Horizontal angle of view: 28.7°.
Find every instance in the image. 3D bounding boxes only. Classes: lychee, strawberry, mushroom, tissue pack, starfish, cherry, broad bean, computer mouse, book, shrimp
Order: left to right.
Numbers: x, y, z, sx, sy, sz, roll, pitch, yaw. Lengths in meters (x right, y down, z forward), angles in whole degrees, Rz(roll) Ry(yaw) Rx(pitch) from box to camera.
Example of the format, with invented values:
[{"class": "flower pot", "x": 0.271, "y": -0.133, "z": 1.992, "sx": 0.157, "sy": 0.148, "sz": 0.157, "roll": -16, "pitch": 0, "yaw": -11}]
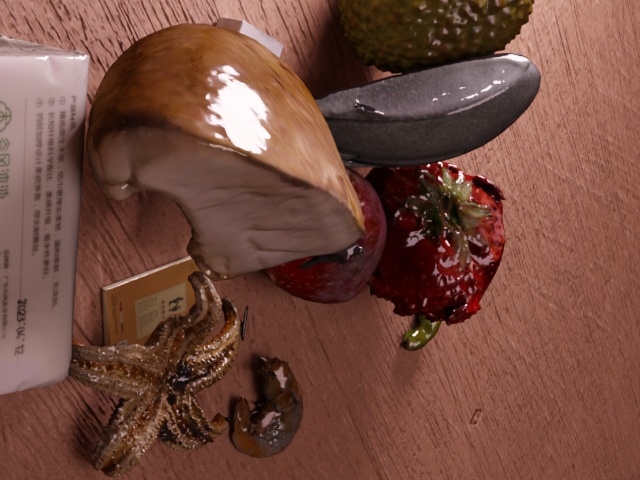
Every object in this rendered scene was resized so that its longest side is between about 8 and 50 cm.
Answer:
[{"class": "tissue pack", "x": -0.382, "y": -0.022, "z": 1.233, "sx": 0.266, "sy": 0.194, "sz": 0.356, "roll": -10, "pitch": 111, "yaw": -50}, {"class": "book", "x": -0.217, "y": 0.094, "z": 1.639, "sx": 0.172, "sy": 0.012, "sz": 0.118, "roll": -21, "pitch": 118, "yaw": -47}, {"class": "starfish", "x": -0.191, "y": 0.162, "z": 1.601, "sx": 0.303, "sy": 0.113, "sz": 0.312, "roll": -27, "pitch": 137, "yaw": -40}, {"class": "mushroom", "x": -0.121, "y": -0.138, "z": 1.370, "sx": 0.397, "sy": 0.224, "sz": 0.313, "roll": 39, "pitch": 35, "yaw": -70}, {"class": "shrimp", "x": -0.076, "y": 0.250, "z": 1.843, "sx": 0.132, "sy": 0.052, "sz": 0.187, "roll": -44, "pitch": 136, "yaw": -36}, {"class": "cherry", "x": 0.000, "y": 0.000, "z": 1.757, "sx": 0.192, "sy": 0.175, "sz": 0.249, "roll": -45, "pitch": 136, "yaw": -21}, {"class": "computer mouse", "x": 0.133, "y": -0.165, "z": 1.749, "sx": 0.203, "sy": 0.374, "sz": 0.114, "roll": 73, "pitch": 3, "yaw": -81}, {"class": "strawberry", "x": 0.153, "y": 0.008, "z": 1.930, "sx": 0.274, "sy": 0.220, "sz": 0.274, "roll": 10, "pitch": 68, "yaw": -25}, {"class": "broad bean", "x": 0.194, "y": 0.092, "z": 2.145, "sx": 0.070, "sy": 0.048, "sz": 0.213, "roll": 28, "pitch": 82, "yaw": -54}, {"class": "lychee", "x": 0.175, "y": -0.365, "z": 1.773, "sx": 0.320, "sy": 0.270, "sz": 0.270, "roll": -52, "pitch": 143, "yaw": 6}]

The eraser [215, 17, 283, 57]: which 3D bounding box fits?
[{"class": "eraser", "x": -0.124, "y": -0.169, "z": 1.638, "sx": 0.095, "sy": 0.052, "sz": 0.225, "roll": 24, "pitch": 83, "yaw": -52}]
